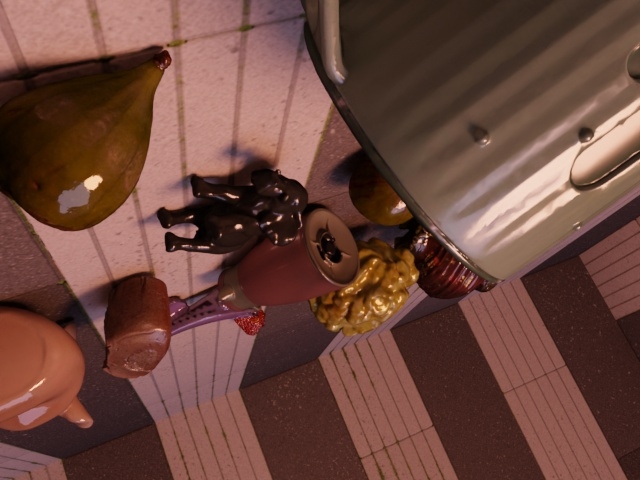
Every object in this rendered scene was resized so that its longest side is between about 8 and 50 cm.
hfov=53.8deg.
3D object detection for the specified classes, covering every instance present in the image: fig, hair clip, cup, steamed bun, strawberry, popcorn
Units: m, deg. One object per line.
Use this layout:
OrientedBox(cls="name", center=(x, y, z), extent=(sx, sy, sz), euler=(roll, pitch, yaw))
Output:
OrientedBox(cls="fig", center=(0.096, -0.088, 1.055), extent=(0.124, 0.124, 0.236), euler=(-21, -173, -9))
OrientedBox(cls="hair clip", center=(-0.273, 0.158, 1.307), extent=(0.278, 0.090, 0.137), euler=(-15, 159, -14))
OrientedBox(cls="cup", center=(0.192, -0.185, 0.513), extent=(0.392, 0.310, 0.401), euler=(-37, 162, 22))
OrientedBox(cls="steamed bun", center=(-0.323, 0.145, 1.084), extent=(0.106, 0.145, 0.175), euler=(9, 136, -29))
OrientedBox(cls="strawberry", center=(-0.181, 0.198, 1.595), extent=(0.083, 0.073, 0.073), euler=(33, 131, -26))
OrientedBox(cls="popcorn", center=(0.084, 0.091, 1.310), extent=(0.235, 0.181, 0.217), euler=(-37, 174, -2))
OrientedBox(cls="fig", center=(-0.220, -0.104, 0.559), extent=(0.127, 0.133, 0.185), euler=(15, 102, -42))

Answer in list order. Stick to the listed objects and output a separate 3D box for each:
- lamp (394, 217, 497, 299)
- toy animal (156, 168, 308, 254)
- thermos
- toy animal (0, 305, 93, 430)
OrientedBox(cls="lamp", center=(0.279, 0.011, 1.362), extent=(0.247, 0.247, 0.247), euler=(-22, 163, -7))
OrientedBox(cls="toy animal", center=(-0.116, -0.045, 0.872), extent=(0.146, 0.114, 0.245), euler=(2, 171, -43))
OrientedBox(cls="thermos", center=(-0.067, 0.052, 1.174), extent=(0.265, 0.146, 0.176), euler=(-25, 178, 36))
OrientedBox(cls="toy animal", center=(-0.486, 0.213, 0.996), extent=(0.213, 0.195, 0.256), euler=(-10, 163, -16))
